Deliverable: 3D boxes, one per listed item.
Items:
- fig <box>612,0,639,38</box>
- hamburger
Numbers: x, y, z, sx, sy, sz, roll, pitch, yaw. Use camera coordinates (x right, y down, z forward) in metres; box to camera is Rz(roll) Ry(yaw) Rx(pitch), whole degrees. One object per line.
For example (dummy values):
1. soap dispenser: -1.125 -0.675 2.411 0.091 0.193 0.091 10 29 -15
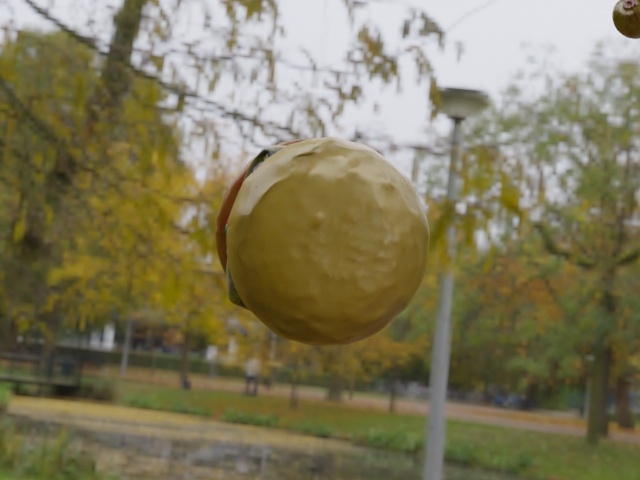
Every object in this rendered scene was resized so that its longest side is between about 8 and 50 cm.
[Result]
1. fig: 0.351 -0.237 1.479 0.050 0.050 0.083 3 -31 32
2. hamburger: 0.000 0.000 0.997 0.162 0.162 0.115 8 4 -14
